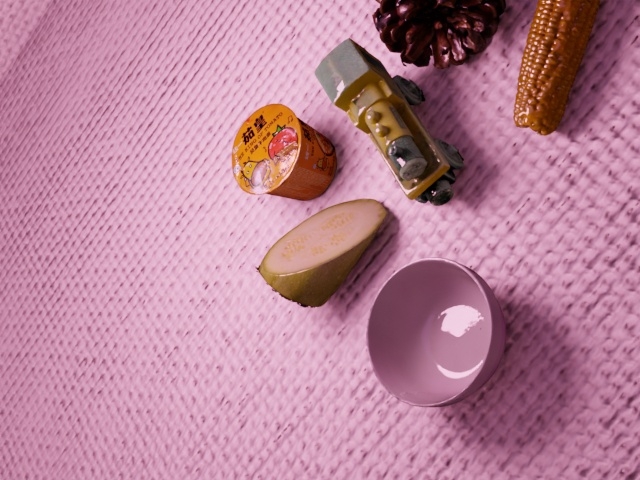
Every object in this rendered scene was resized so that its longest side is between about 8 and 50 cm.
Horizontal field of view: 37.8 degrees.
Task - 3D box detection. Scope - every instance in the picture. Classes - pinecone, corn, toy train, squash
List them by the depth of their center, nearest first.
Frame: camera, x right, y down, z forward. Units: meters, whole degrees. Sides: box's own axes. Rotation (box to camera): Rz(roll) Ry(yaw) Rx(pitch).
[{"bbox_3d":[0.460,-0.382,1.814,0.120,0.120,0.363,14,89,41],"label":"corn"},{"bbox_3d":[0.238,-0.504,1.944,0.298,0.242,0.295,-28,60,24],"label":"pinecone"},{"bbox_3d":[0.153,-0.232,1.947,0.150,0.237,0.368,-42,56,21],"label":"toy train"},{"bbox_3d":[0.000,0.000,2.046,0.189,0.189,0.260,46,113,37],"label":"squash"}]

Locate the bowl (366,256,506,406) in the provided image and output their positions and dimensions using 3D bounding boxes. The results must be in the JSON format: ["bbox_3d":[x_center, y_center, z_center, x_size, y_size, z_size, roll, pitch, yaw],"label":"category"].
[{"bbox_3d":[0.242,0.185,1.825,0.287,0.144,0.286,-12,71,36],"label":"bowl"}]

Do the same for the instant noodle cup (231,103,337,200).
[{"bbox_3d":[-0.075,-0.190,2.165,0.216,0.172,0.215,-12,71,37],"label":"instant noodle cup"}]
